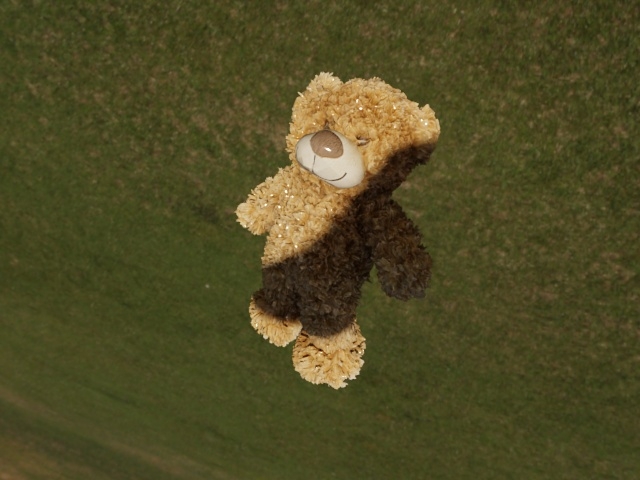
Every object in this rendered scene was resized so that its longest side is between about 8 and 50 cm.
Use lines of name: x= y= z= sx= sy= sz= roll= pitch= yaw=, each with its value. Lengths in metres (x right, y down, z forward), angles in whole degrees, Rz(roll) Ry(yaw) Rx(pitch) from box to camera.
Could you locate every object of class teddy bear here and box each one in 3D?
teddy bear: x=0.000 y=0.000 z=0.625 sx=0.113 sy=0.245 sz=0.338 roll=-6 pitch=140 yaw=-38
